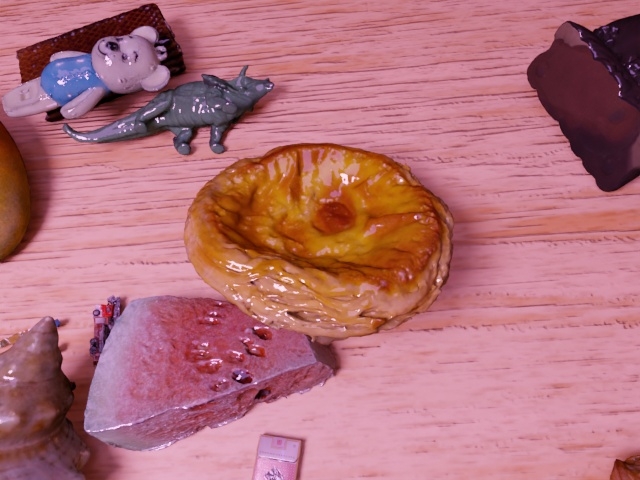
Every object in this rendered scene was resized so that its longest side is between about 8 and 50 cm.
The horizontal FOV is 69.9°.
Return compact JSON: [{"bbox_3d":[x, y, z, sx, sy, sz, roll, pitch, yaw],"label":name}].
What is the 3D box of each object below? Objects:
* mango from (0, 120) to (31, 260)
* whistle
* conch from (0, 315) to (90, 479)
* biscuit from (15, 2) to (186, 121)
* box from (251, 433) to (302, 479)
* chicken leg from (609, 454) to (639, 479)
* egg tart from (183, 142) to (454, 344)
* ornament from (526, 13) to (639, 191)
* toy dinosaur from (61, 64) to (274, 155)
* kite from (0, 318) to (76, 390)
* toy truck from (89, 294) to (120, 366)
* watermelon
[{"bbox_3d":[-0.485,-0.106,0.621,0.289,0.129,0.146,42,72,13],"label":"mango"},{"bbox_3d":[-0.327,-0.228,0.636,0.236,0.077,0.113,-19,74,-2],"label":"whistle"},{"bbox_3d":[-0.347,0.246,0.406,0.203,0.169,0.386,20,67,23],"label":"conch"},{"bbox_3d":[-0.348,-0.280,0.723,0.252,0.070,0.106,-23,63,-6],"label":"biscuit"},{"bbox_3d":[-0.047,0.244,0.464,0.046,0.012,0.083,5,65,9],"label":"box"},{"bbox_3d":[0.354,0.284,0.377,0.107,0.087,0.251,-42,73,4],"label":"chicken leg"},{"bbox_3d":[0.000,0.000,0.503,0.295,0.116,0.294,0,43,0],"label":"egg tart"},{"bbox_3d":[0.448,-0.204,0.605,0.261,0.106,0.251,-14,70,-12],"label":"ornament"},{"bbox_3d":[-0.202,-0.171,0.653,0.292,0.079,0.120,-28,59,-10],"label":"toy dinosaur"},{"bbox_3d":[-0.424,0.182,0.531,0.286,0.015,0.152,-21,66,-3],"label":"kite"},{"bbox_3d":[-0.257,0.107,0.546,0.032,0.024,0.083,1,63,-19],"label":"toy truck"},{"bbox_3d":[-0.104,0.131,0.497,0.242,0.094,0.154,-6,54,0],"label":"watermelon"}]
